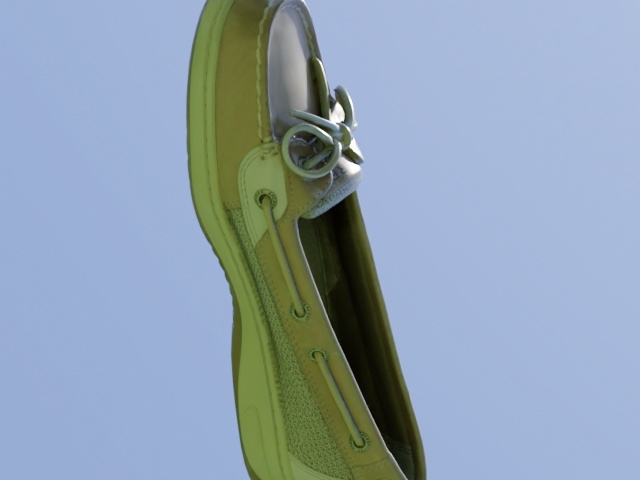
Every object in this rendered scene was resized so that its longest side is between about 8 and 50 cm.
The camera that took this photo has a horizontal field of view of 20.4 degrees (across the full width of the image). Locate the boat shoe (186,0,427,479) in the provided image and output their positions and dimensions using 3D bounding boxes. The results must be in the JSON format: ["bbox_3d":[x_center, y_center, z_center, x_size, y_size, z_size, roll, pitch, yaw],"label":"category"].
[{"bbox_3d":[-0.001,0.001,0.489,0.048,0.056,0.153,2,-73,26],"label":"boat shoe"}]
